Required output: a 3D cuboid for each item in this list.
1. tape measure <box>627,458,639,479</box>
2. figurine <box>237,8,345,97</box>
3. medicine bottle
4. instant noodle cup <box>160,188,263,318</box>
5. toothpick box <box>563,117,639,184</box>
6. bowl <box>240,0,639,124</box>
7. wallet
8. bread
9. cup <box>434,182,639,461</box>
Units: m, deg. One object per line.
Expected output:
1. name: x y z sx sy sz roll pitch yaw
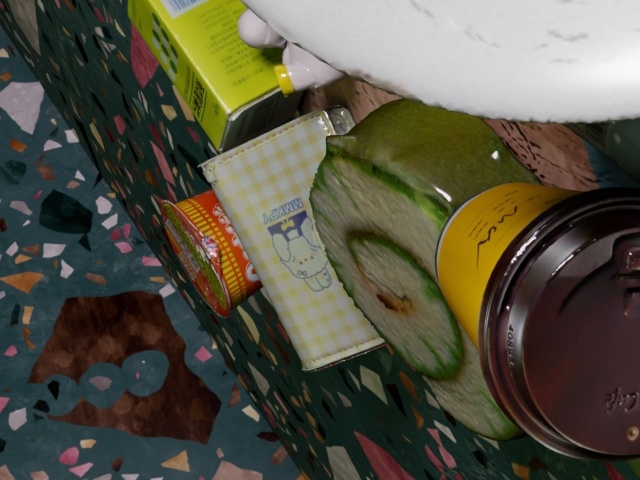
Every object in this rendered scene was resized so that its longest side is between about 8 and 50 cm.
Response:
1. tape measure: 0.304 0.132 0.920 0.175 0.106 0.200 149 110 -66
2. figurine: -0.031 -0.255 1.297 0.178 0.109 0.129 57 135 10
3. medicine bottle: -0.135 -0.259 1.461 0.250 0.141 0.137 56 159 10
4. instant noodle cup: -0.089 -0.021 1.584 0.193 0.212 0.193 51 160 27
5. toothpick box: 0.213 -0.116 0.814 0.153 0.101 0.101 46 158 36
6. bowl: 0.125 -0.282 0.543 0.435 0.196 0.435 8 138 8
7. wallet: 0.000 0.000 1.429 0.223 0.077 0.309 -22 99 29
8. bread: 0.144 0.034 1.188 0.366 0.129 0.382 19 137 60
9. cup: 0.186 0.042 0.856 0.196 0.196 0.279 65 175 -15
